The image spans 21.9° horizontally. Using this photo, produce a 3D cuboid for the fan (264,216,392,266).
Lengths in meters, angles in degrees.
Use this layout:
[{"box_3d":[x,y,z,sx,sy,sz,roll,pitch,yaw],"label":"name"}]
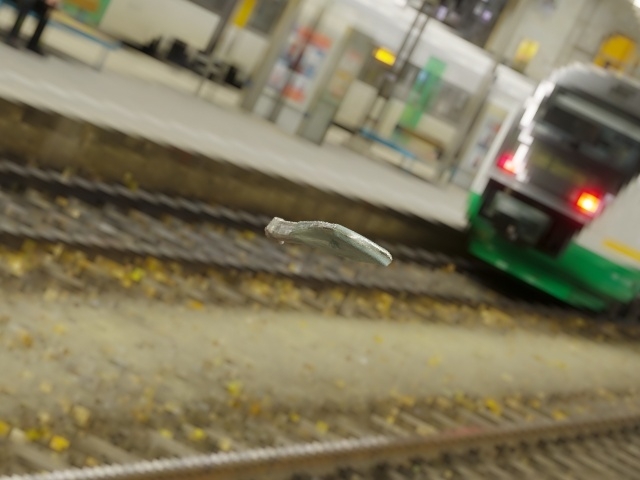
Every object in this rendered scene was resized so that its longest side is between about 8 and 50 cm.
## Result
[{"box_3d":[0.000,0.000,1.447,0.057,0.023,0.282,29,-5,-14],"label":"fan"}]
